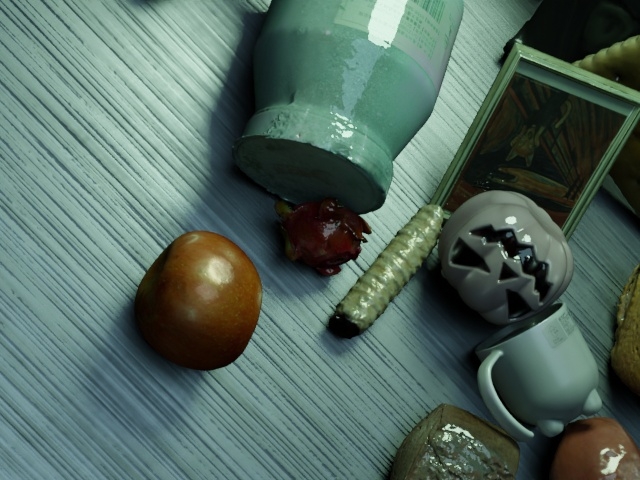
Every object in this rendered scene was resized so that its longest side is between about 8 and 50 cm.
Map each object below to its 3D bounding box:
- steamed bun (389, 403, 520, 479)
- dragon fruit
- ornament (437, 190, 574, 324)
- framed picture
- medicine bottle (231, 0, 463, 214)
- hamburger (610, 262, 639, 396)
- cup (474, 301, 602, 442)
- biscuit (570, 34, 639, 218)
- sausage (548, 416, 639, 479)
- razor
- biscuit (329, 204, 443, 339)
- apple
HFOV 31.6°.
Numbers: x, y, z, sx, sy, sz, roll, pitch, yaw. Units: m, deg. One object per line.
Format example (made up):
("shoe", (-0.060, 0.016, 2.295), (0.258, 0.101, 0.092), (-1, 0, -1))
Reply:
("steamed bun", (0.165, 0.296, 1.414), (0.145, 0.106, 0.175), (31, 69, -11))
("dragon fruit", (0.005, 0.001, 1.423), (0.112, 0.126, 0.068), (-9, 57, 17))
("ornament", (0.236, 0.027, 1.480), (0.178, 0.177, 0.177), (6, 74, -20))
("framed picture", (0.291, -0.108, 1.518), (0.216, 0.273, 0.016), (17, 26, -16))
("medicine bottle", (0.026, -0.202, 1.420), (0.245, 0.245, 0.290), (25, 71, -14))
("hamburger", (0.539, 0.114, 1.546), (0.211, 0.245, 0.260), (17, 50, -15))
("cup", (0.289, 0.177, 1.464), (0.134, 0.173, 0.142), (-29, 89, 17))
("biscuit", (0.477, -0.137, 1.559), (0.325, 0.217, 0.044), (51, 44, -21))
("sausage", (0.365, 0.357, 1.463), (0.148, 0.148, 0.254), (-1, 79, -22))
("razor", (0.413, -0.317, 1.547), (0.204, 0.349, 0.113), (40, 49, 2))
("biscuit", (0.092, 0.041, 1.478), (0.055, 0.061, 0.219), (39, 64, 3))
("apple", (-0.139, 0.073, 1.323), (0.139, 0.163, 0.163), (35, 66, -15))
